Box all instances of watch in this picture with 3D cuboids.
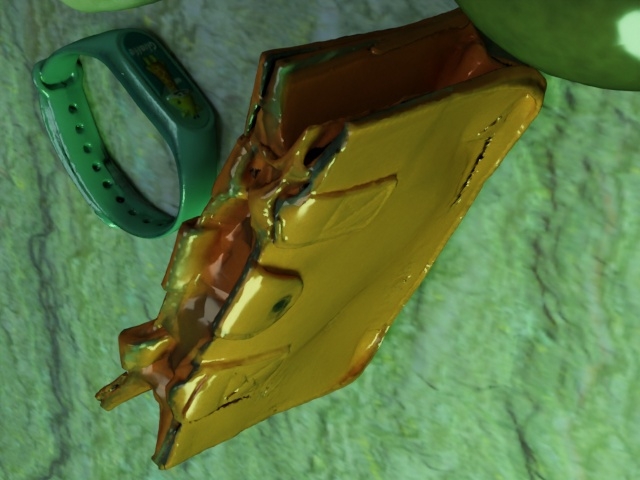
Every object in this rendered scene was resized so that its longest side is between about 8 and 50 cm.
[{"bbox_3d":[-0.201,-0.117,1.499,0.237,0.068,0.195,51,135,7],"label":"watch"}]

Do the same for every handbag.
[{"bbox_3d":[0.000,0.000,1.213,0.116,0.303,0.410,45,130,19],"label":"handbag"}]

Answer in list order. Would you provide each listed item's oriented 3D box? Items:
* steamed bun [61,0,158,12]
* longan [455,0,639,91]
[{"bbox_3d":[-0.098,-0.377,1.131,0.237,0.346,0.394,3,86,25],"label":"steamed bun"},{"bbox_3d":[0.202,-0.240,0.945,0.297,0.297,0.297,17,118,34],"label":"longan"}]
